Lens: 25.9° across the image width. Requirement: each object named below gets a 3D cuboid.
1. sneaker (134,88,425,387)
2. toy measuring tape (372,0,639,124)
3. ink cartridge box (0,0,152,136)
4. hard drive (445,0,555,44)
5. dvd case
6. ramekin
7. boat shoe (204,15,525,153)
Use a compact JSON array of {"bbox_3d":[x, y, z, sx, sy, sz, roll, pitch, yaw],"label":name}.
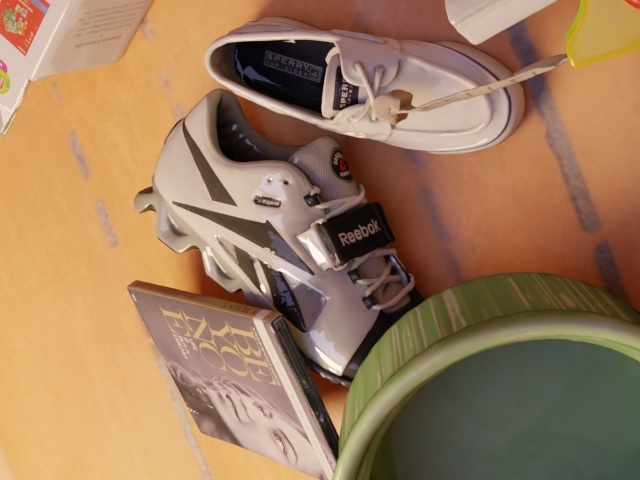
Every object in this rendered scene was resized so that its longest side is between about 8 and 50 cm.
[{"bbox_3d":[0.000,0.000,1.121,0.331,0.122,0.146,36,119,14],"label":"sneaker"},{"bbox_3d":[0.179,-0.179,0.973,0.330,0.121,0.121,-16,96,21],"label":"toy measuring tape"},{"bbox_3d":[-0.287,-0.289,1.186,0.309,0.130,0.272,42,120,12],"label":"ink cartridge box"},{"bbox_3d":[0.210,-0.278,0.906,0.308,0.040,0.203,-26,48,33],"label":"hard drive"},{"bbox_3d":[-0.071,0.117,1.170,0.221,0.018,0.164,8,128,52],"label":"dvd case"},{"bbox_3d":[0.152,0.170,1.016,0.304,0.148,0.303,-1,109,-3],"label":"ramekin"},{"bbox_3d":[0.029,-0.118,1.096,0.258,0.084,0.095,11,108,25],"label":"boat shoe"}]
